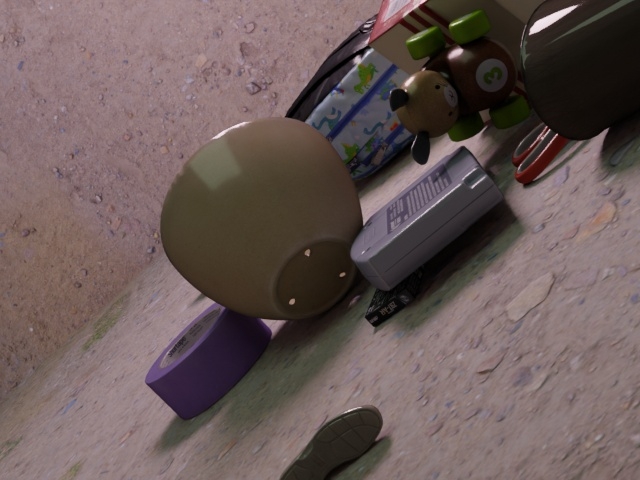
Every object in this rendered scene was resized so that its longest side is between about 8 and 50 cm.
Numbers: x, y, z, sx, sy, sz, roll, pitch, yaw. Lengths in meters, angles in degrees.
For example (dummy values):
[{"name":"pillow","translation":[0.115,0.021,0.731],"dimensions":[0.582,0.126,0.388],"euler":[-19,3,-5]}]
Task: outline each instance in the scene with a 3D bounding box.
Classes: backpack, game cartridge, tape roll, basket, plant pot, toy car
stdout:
[{"name":"backpack","translation":[0.093,-0.261,2.042],"dimensions":[0.290,0.273,0.355],"euler":[-52,-8,-47]},{"name":"game cartridge","translation":[0.125,-0.029,1.405],"dimensions":[0.196,0.060,0.294],"euler":[-35,7,9]},{"name":"tape roll","translation":[-0.167,0.171,1.689],"dimensions":[0.189,0.080,0.189],"euler":[-42,10,9]},{"name":"basket","translation":[0.350,-0.225,1.185],"dimensions":[0.227,0.154,0.204],"euler":[-24,23,49]},{"name":"plant pot","translation":[-0.051,0.001,1.551],"dimensions":[0.284,0.284,0.191],"euler":[-43,46,1]},{"name":"toy car","translation":[0.157,-0.184,1.468],"dimensions":[0.149,0.155,0.188],"euler":[-13,20,45]}]

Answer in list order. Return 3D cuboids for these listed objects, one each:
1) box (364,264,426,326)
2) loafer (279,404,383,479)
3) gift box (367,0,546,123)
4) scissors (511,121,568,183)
[{"name":"box","translation":[0.090,0.060,1.352],"dimensions":[0.067,0.018,0.083],"euler":[-37,13,29]},{"name":"loafer","translation":[0.009,0.195,1.076],"dimensions":[0.125,0.045,0.039],"euler":[-43,4,14]},{"name":"gift box","translation":[0.242,-0.315,1.638],"dimensions":[0.255,0.258,0.276],"euler":[-24,40,55]},{"name":"scissors","translation":[0.326,-0.188,1.342],"dimensions":[0.297,0.021,0.109],"euler":[-50,9,9]}]
